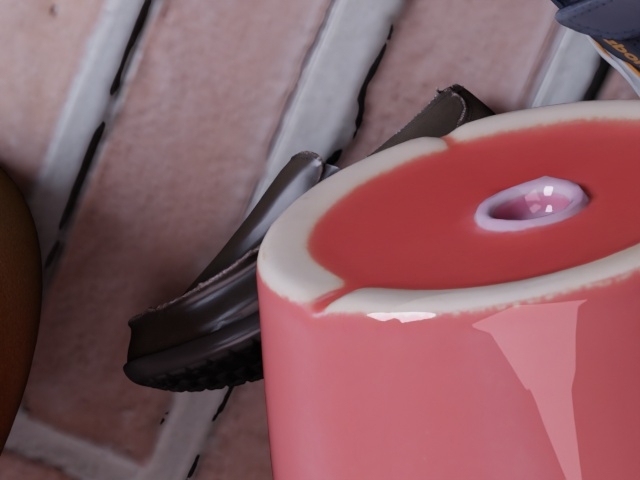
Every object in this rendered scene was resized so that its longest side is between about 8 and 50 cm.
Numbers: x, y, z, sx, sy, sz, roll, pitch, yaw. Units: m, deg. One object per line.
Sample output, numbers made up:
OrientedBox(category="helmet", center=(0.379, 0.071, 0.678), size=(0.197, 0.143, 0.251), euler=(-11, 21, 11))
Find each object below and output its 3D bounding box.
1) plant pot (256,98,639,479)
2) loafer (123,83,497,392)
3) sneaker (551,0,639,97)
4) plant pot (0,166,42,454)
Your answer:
OrientedBox(category="plant pot", center=(0.098, 0.090, 0.603), size=(0.275, 0.275, 0.243), euler=(-10, 111, 10))
OrientedBox(category="loafer", center=(0.000, 0.000, 0.729), size=(0.220, 0.080, 0.078), euler=(-29, 73, 3))
OrientedBox(category="sneaker", center=(0.156, -0.123, 0.650), size=(0.321, 0.127, 0.126), euler=(39, 103, -2))
OrientedBox(category="plant pot", center=(-0.217, 0.031, 0.667), size=(0.237, 0.254, 0.237), euler=(1, 101, 8))
